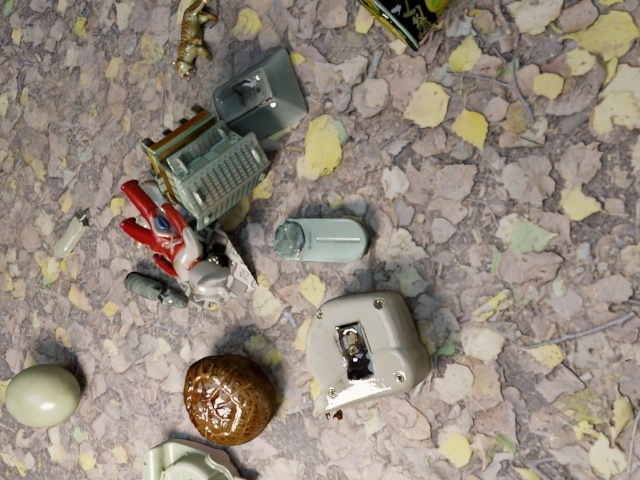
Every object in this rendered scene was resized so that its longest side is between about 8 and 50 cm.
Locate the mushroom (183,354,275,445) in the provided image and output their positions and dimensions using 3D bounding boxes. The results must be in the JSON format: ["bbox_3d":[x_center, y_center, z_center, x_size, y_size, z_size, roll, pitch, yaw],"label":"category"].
[{"bbox_3d":[-0.236,0.395,1.488,0.253,0.153,0.253,7,106,27],"label":"mushroom"}]

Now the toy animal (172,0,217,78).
[{"bbox_3d":[-0.327,-0.540,1.544,0.099,0.057,0.241,14,99,28],"label":"toy animal"}]

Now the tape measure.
[{"bbox_3d":[0.088,0.246,1.309,0.258,0.130,0.265,-25,80,30],"label":"tape measure"}]

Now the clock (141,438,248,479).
[{"bbox_3d":[-0.322,0.675,1.567,0.324,0.109,0.265,-2,91,29],"label":"clock"}]

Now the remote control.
[{"bbox_3d":[0.000,0.000,1.389,0.248,0.052,0.104,2,92,30],"label":"remote control"}]

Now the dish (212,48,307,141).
[{"bbox_3d":[-0.170,-0.341,1.454,0.243,0.080,0.181,-23,81,27],"label":"dish"}]

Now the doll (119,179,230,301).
[{"bbox_3d":[-0.353,0.013,1.439,0.384,0.099,0.188,42,135,22],"label":"doll"}]

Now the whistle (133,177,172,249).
[{"bbox_3d":[-0.470,-0.077,1.649,0.107,0.057,0.220,25,109,12],"label":"whistle"}]

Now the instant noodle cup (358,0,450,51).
[{"bbox_3d":[0.194,-0.534,1.186,0.236,0.215,0.215,-47,71,13],"label":"instant noodle cup"}]

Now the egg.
[{"bbox_3d":[-0.835,0.467,1.798,0.253,0.187,0.186,-1,92,33],"label":"egg"}]

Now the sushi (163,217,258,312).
[{"bbox_3d":[-0.308,0.070,1.517,0.220,0.047,0.231,-24,103,28],"label":"sushi"}]

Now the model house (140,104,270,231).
[{"bbox_3d":[-0.270,-0.171,1.416,0.215,0.224,0.198,37,153,27],"label":"model house"}]

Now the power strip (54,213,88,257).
[{"bbox_3d":[-0.762,-0.015,1.825,0.191,0.030,0.047,-47,69,23],"label":"power strip"}]

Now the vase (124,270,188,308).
[{"bbox_3d":[-0.447,0.141,1.641,0.212,0.060,0.059,18,101,26],"label":"vase"}]
